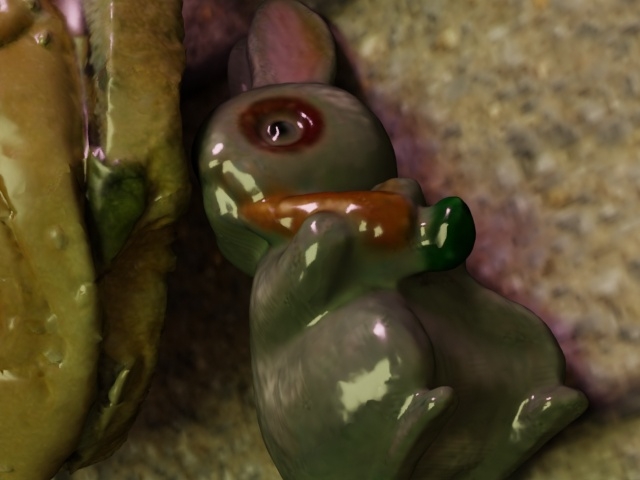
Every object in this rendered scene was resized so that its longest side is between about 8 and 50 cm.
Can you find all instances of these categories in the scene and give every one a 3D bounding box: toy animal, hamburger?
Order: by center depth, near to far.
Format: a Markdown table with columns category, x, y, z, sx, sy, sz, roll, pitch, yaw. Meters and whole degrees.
| category | x | y | z | sx | sy | sz | roll | pitch | yaw |
| --- | --- | --- | --- | --- | --- | --- | --- | --- | --- |
| toy animal | -0.004 | 0.004 | 0.727 | 0.236 | 0.108 | 0.138 | 52 | 124 | 26 |
| hamburger | -0.162 | -0.016 | 0.803 | 0.265 | 0.134 | 0.284 | -126 | 43 | -54 |
